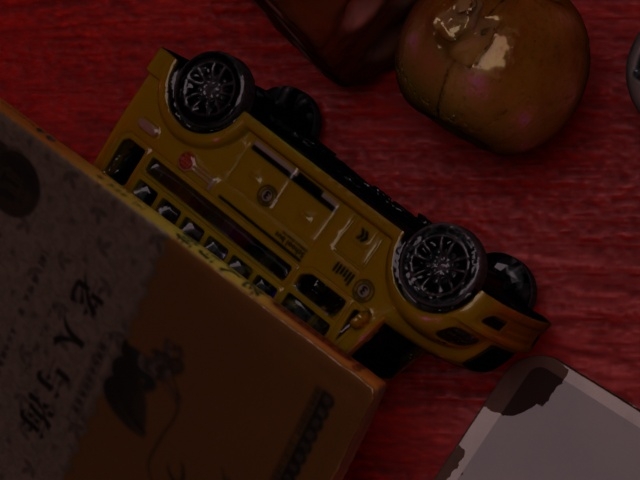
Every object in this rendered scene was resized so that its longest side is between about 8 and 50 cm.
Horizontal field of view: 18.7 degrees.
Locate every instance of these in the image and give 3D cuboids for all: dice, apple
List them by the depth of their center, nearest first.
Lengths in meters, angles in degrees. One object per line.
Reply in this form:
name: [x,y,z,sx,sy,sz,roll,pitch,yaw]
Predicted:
apple: [0.126,-0.134,1.394,0.146,0.146,0.146,-4,75,14]
dice: [0.013,-0.237,1.434,0.179,0.175,0.174,-44,70,4]

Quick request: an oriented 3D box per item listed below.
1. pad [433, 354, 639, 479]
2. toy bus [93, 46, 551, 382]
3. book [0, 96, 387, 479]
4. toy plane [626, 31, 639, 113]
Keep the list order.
pad: [0.145,0.225,1.364,0.176,0.002,0.266,32,86,20]
toy bus: [0.000,0.000,1.391,0.331,0.145,0.151,39,96,24]
book: [-0.152,0.098,1.399,0.389,0.032,0.269,35,118,21]
toy plane: [0.320,-0.085,1.331,0.252,0.118,0.252,2,93,38]
